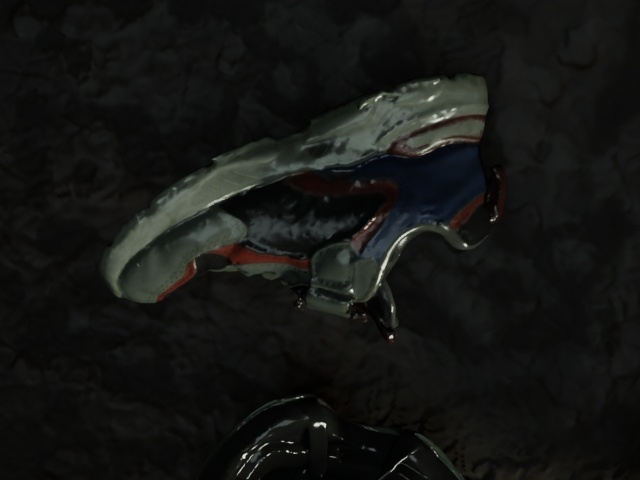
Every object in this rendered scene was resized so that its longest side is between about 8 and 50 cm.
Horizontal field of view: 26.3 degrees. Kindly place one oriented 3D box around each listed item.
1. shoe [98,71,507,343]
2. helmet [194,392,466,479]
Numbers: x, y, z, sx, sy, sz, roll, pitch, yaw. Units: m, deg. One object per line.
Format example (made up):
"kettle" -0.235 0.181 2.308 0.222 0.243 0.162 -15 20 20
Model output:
"shoe" 0.000 0.000 0.726 0.227 0.099 0.126 -25 93 6
"helmet" 0.002 0.179 0.747 0.177 0.107 0.153 27 57 -8
